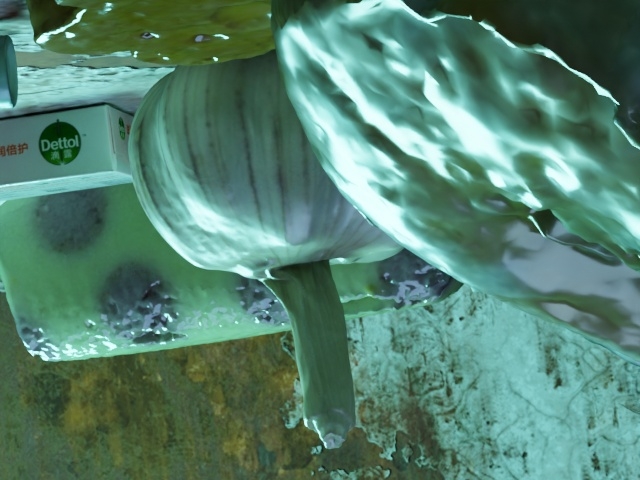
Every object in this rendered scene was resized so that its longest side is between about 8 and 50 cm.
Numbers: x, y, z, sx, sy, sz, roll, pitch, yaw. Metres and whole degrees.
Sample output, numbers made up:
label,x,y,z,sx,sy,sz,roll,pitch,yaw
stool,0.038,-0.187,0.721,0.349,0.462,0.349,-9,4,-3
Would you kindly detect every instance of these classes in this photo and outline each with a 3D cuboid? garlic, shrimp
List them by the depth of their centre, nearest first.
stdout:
label,x,y,z,sx,sy,sz,roll,pitch,yaw
shrimp,0.176,0.034,0.533,0.445,0.110,0.221,31,156,-5
garlic,0.000,0.000,0.889,0.199,0.226,0.199,-8,171,-1

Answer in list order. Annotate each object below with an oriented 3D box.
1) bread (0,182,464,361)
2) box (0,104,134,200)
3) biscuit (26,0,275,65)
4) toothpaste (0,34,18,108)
label,x,y,z,sx,sy,sz,roll,pitch,yaw
bread,-0.059,-0.006,1.223,0.338,0.155,0.187,-11,-176,12
box,-0.183,-0.054,1.061,0.125,0.043,0.089,-8,177,6
biscuit,0.016,-0.111,0.568,0.202,0.044,0.288,0,174,-43
toothpaste,-0.244,-0.072,0.749,0.205,0.036,0.056,-4,178,-1
